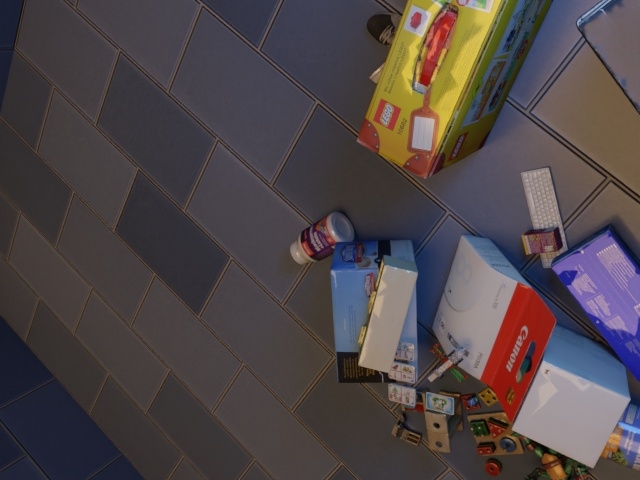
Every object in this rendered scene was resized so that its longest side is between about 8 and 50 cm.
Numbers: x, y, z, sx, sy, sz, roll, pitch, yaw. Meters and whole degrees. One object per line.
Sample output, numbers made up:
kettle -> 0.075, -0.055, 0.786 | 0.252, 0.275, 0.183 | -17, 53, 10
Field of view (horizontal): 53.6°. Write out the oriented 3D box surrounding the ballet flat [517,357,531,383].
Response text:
ballet flat -> 0.479, 0.348, 1.751 | 0.247, 0.087, 0.083 | 17, 116, 27

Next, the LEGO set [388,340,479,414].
LEGO set -> 0.294, 0.351, 1.646 | 0.244, 0.060, 0.183 | 6, 107, 32

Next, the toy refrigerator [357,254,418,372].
toy refrigerator -> 0.163, 0.182, 1.590 | 0.094, 0.102, 0.270 | 13, 105, 1

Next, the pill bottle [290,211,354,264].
pill bottle -> 0.000, 0.000, 1.924 | 0.193, 0.108, 0.108 | -31, 89, 37

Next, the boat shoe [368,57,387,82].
boat shoe -> 0.174, -0.459, 1.694 | 0.035, 0.035, 0.100 | 38, 124, -18

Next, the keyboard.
keyboard -> 0.567, -0.054, 1.593 | 0.072, 0.014, 0.256 | -10, 101, 35

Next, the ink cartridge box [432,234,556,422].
ink cartridge box -> 0.415, 0.210, 1.592 | 0.091, 0.385, 0.308 | 6, 117, -13

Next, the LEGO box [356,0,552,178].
LEGO box -> 0.320, -0.428, 1.395 | 0.193, 0.372, 0.501 | 32, 121, 20

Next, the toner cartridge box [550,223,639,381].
toner cartridge box -> 0.728, 0.149, 1.514 | 0.165, 0.075, 0.348 | -38, 85, 29

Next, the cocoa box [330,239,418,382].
cocoa box -> 0.152, 0.195, 1.778 | 0.227, 0.231, 0.348 | -2, 109, 6

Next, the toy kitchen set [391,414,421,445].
toy kitchen set -> 0.275, 0.594, 1.991 | 0.075, 0.083, 0.068 | 15, 73, 28

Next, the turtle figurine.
turtle figurine -> 0.632, 0.614, 1.732 | 0.175, 0.118, 0.234 | -36, 70, 22

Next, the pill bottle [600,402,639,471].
pill bottle -> 0.827, 0.500, 1.540 | 0.271, 0.152, 0.153 | 16, 115, 29

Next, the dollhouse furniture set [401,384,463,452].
dollhouse furniture set -> 0.317, 0.532, 1.898 | 0.183, 0.129, 0.129 | 0, 107, 32

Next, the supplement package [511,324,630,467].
supplement package -> 0.605, 0.363, 1.538 | 0.199, 0.262, 0.198 | 23, 111, 16

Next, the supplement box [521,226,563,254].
supplement box -> 0.556, 0.001, 1.588 | 0.083, 0.043, 0.055 | -8, 103, 41

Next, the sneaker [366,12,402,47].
sneaker -> 0.195, -0.508, 1.596 | 0.228, 0.132, 0.086 | 33, 122, 19

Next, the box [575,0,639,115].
box -> 0.748, -0.415, 1.053 | 0.471, 0.479, 0.298 | -35, 88, 37

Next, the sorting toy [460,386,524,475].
sorting toy -> 0.500, 0.561, 1.841 | 0.132, 0.046, 0.275 | -18, 96, 36
